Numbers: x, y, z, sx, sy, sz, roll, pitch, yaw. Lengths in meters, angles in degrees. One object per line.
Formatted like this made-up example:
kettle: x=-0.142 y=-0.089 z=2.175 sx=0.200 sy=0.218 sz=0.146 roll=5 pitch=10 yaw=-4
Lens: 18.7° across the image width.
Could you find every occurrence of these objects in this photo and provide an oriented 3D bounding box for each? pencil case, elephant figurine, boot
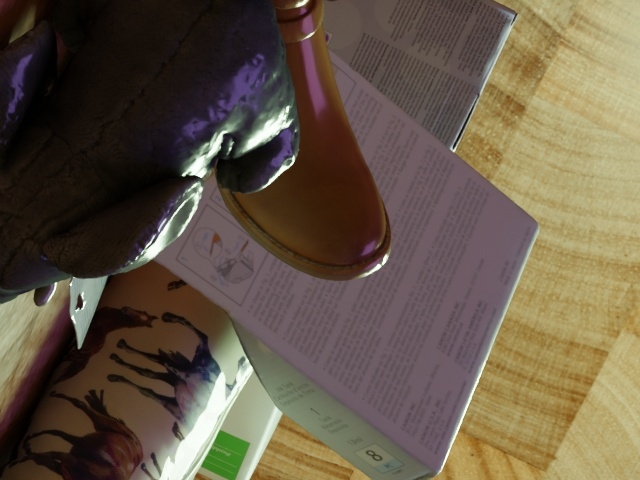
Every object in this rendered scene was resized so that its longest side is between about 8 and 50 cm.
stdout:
pencil case: x=-0.148 y=0.136 z=1.769 sx=0.160 sy=0.183 sz=0.410 roll=89 pitch=23 yaw=-51
elephant figurine: x=-0.126 y=-0.037 z=1.043 sx=0.239 sy=0.169 sz=0.186 roll=-46 pitch=139 yaw=-30
boot: x=-0.018 y=-0.133 z=1.346 sx=0.220 sy=0.109 sz=0.283 roll=104 pitch=-30 yaw=-55

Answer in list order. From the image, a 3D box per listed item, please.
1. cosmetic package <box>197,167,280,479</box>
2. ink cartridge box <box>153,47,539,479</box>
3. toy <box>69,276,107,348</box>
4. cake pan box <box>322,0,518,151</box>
cosmetic package: x=-0.104 y=0.093 z=2.172 sx=0.365 sy=0.197 sz=0.155 roll=110 pitch=6 yaw=-48
ink cartridge box: x=0.000 y=0.000 z=1.807 sx=0.091 sy=0.385 sz=0.308 roll=-31 pitch=-154 yaw=52
toy: x=-0.146 y=-0.060 z=1.317 sx=0.137 sy=0.056 sz=0.237 roll=99 pitch=11 yaw=-69
cake pan box: x=0.041 y=-0.170 z=2.017 sx=0.070 sy=0.245 sz=0.267 roll=-41 pitch=156 yaw=-83
